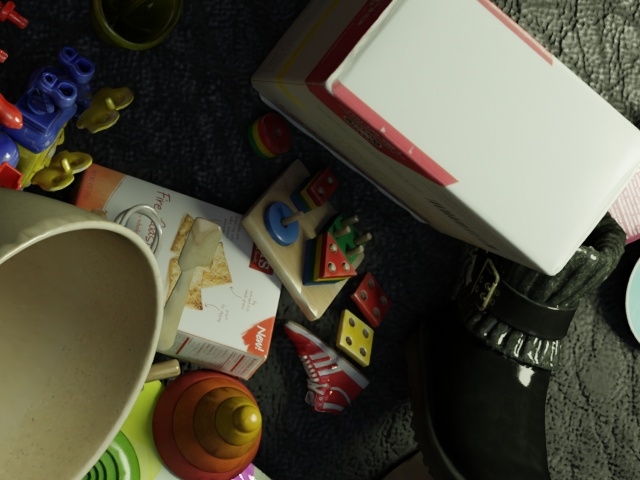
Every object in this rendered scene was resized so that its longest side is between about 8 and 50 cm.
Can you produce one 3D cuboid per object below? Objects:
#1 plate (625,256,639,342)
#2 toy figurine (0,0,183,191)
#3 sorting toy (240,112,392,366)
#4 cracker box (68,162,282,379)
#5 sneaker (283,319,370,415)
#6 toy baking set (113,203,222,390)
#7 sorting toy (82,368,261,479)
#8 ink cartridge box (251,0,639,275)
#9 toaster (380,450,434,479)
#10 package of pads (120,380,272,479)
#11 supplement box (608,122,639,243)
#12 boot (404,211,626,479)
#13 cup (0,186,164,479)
[{"bbox_3d":[0.422,0.047,2.010,0.188,0.024,0.188,-8,117,-15],"label":"plate"},{"bbox_3d":[-0.304,-0.145,1.802,0.191,0.217,0.362,35,48,-9],"label":"toy figurine"},{"bbox_3d":[0.000,0.000,1.884,0.046,0.132,0.274,-24,107,36],"label":"sorting toy"},{"bbox_3d":[-0.156,0.032,1.852,0.232,0.067,0.155,19,58,-14],"label":"cracker box"},{"bbox_3d":[-0.008,0.142,1.948,0.118,0.042,0.067,40,86,-16],"label":"sneaker"},{"bbox_3d":[-0.215,0.066,1.758,0.256,0.030,0.196,-9,108,-5],"label":"toy baking set"},{"bbox_3d":[-0.196,0.219,1.750,0.366,0.126,0.127,-19,89,-27],"label":"sorting toy"},{"bbox_3d":[0.111,-0.128,1.758,0.279,0.385,0.160,38,87,-14],"label":"ink cartridge box"},{"bbox_3d":[0.153,0.296,1.950,0.227,0.146,0.129,-32,104,-5],"label":"toaster"},{"bbox_3d":[-0.224,0.254,1.857,0.296,0.101,0.229,43,66,-11],"label":"package of pads"},{"bbox_3d":[0.348,-0.066,1.967,0.188,0.081,0.104,-24,101,-7],"label":"supplement box"},{"bbox_3d":[0.211,0.111,1.807,0.131,0.348,0.260,28,118,-29],"label":"boot"},{"bbox_3d":[-0.336,0.077,1.589,0.237,0.331,0.331,32,92,28],"label":"cup"}]
